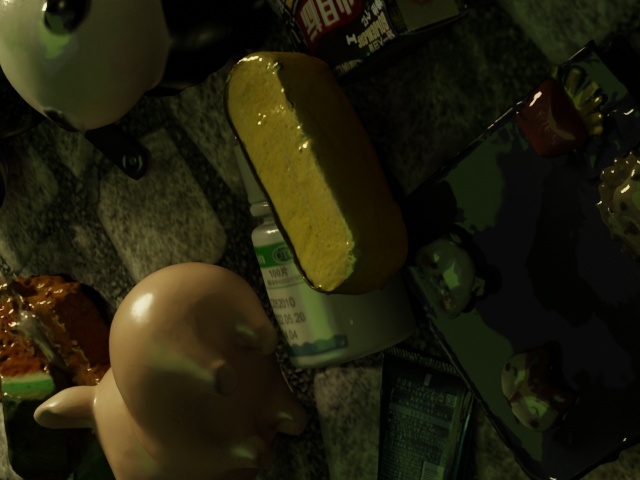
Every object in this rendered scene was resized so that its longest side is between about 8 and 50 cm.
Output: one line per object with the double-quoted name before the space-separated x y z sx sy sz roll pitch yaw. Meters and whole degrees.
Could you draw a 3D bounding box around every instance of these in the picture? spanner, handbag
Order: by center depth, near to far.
"handbag" 0.237 0.023 1.359 0.329 0.122 0.303 -44 74 41
"spanner" -0.312 -0.174 1.857 0.316 0.024 0.087 38 122 27

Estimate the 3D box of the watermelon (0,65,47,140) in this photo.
"watermelon" -0.387 -0.233 1.738 0.269 0.269 0.269 16 115 38

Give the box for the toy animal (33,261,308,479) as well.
"toy animal" -0.143 0.161 1.653 0.269 0.237 0.326 25 136 40

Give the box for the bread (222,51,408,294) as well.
"bread" -0.005 -0.061 1.417 0.102 0.094 0.245 -38 69 34

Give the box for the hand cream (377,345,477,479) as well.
"hand cream" 0.101 0.248 1.608 0.120 0.061 0.271 16 110 36

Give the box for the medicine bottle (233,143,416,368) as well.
"medicine bottle" 0.000 0.000 1.549 0.139 0.139 0.237 -14 97 44

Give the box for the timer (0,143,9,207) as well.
"timer" -0.526 -0.184 1.926 0.270 0.270 0.383 -21 105 44

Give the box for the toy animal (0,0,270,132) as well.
"toy animal" -0.217 -0.229 1.586 0.212 0.266 0.213 22 121 41

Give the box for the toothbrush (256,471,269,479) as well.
"toothbrush" -0.018 0.325 1.765 0.286 0.020 0.025 41 137 26

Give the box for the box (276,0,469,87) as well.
"box" 0.007 -0.311 1.432 0.198 0.084 0.310 -24 88 65

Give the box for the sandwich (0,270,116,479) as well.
"sandwich" -0.332 0.172 1.901 0.250 0.162 0.301 -35 83 39
